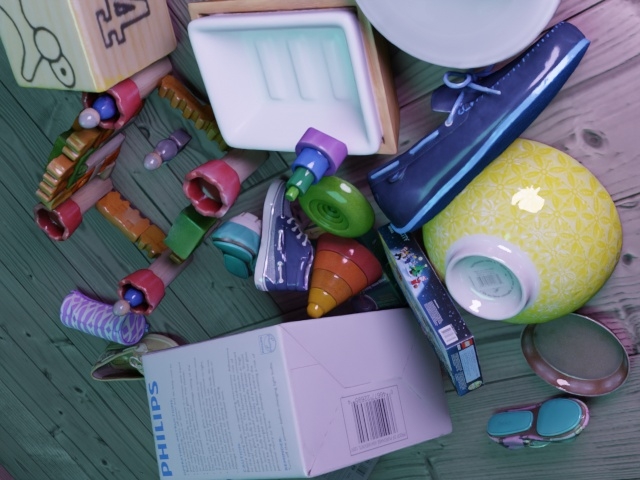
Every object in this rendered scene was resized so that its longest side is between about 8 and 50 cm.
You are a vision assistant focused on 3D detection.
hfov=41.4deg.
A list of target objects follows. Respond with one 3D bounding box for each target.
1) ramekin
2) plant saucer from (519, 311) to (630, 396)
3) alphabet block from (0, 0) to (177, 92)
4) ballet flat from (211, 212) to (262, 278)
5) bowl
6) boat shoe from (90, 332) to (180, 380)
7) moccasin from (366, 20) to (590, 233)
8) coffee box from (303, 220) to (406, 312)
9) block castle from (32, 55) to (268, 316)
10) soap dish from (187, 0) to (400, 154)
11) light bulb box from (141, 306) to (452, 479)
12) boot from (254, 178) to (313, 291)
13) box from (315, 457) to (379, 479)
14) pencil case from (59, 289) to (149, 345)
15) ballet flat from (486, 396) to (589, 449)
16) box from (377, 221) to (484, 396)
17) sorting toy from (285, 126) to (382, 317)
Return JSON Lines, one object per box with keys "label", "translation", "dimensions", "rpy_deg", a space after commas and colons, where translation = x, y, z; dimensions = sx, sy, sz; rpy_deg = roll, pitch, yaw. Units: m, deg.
{"label": "ramekin", "translation": [0.164, -0.345, 0.958], "dimensions": [0.273, 0.127, 0.273], "rpy_deg": [20, 135, 21]}
{"label": "plant saucer", "translation": [0.392, 0.168, 1.305], "dimensions": [0.168, 0.029, 0.168], "rpy_deg": [19, 134, 21]}
{"label": "alphabet block", "translation": [-0.362, -0.352, 1.276], "dimensions": [0.192, 0.193, 0.197], "rpy_deg": [11, 127, 31]}
{"label": "ballet flat", "translation": [-0.134, -0.002, 1.447], "dimensions": [0.083, 0.087, 0.247], "rpy_deg": [22, 166, 4]}
{"label": "bowl", "translation": [0.255, 0.019, 1.182], "dimensions": [0.289, 0.156, 0.289], "rpy_deg": [20, 135, 22]}
{"label": "boat shoe", "translation": [-0.414, 0.282, 1.938], "dimensions": [0.285, 0.089, 0.105], "rpy_deg": [-15, 115, 42]}
{"label": "moccasin", "translation": [0.178, -0.150, 1.061], "dimensions": [0.342, 0.137, 0.117], "rpy_deg": [-45, 77, 24]}
{"label": "coffee box", "translation": [0.062, 0.035, 1.420], "dimensions": [0.113, 0.040, 0.184], "rpy_deg": [-13, 116, 43]}
{"label": "block castle", "translation": [-0.321, -0.080, 1.472], "dimensions": [0.303, 0.213, 0.453], "rpy_deg": [42, 139, -2]}
{"label": "soap dish", "translation": [-0.030, -0.240, 1.194], "dimensions": [0.290, 0.118, 0.229], "rpy_deg": [7, 128, 32]}
{"label": "light bulb box", "translation": [-0.042, 0.254, 1.412], "dimensions": [0.361, 0.358, 0.225], "rpy_deg": [-18, 79, 44]}
{"label": "boot", "translation": [-0.049, -0.007, 1.391], "dimensions": [0.086, 0.190, 0.069], "rpy_deg": [4, 169, 17]}
{"label": "box", "translation": [0.020, 0.556, 1.801], "dimensions": [0.087, 0.169, 0.290], "rpy_deg": [30, 138, 11]}
{"label": "pencil case", "translation": [-0.491, 0.174, 1.910], "dimensions": [0.206, 0.086, 0.088], "rpy_deg": [10, 96, 27]}
{"label": "ballet flat", "translation": [0.377, 0.312, 1.416], "dimensions": [0.079, 0.077, 0.221], "rpy_deg": [34, 146, -21]}
{"label": "box", "translation": [0.163, 0.098, 1.260], "dimensions": [0.233, 0.044, 0.159], "rpy_deg": [63, 179, 37]}
{"label": "sorting toy", "translation": [0.000, 0.000, 1.245], "dimensions": [0.127, 0.126, 0.365], "rpy_deg": [22, 151, 23]}
